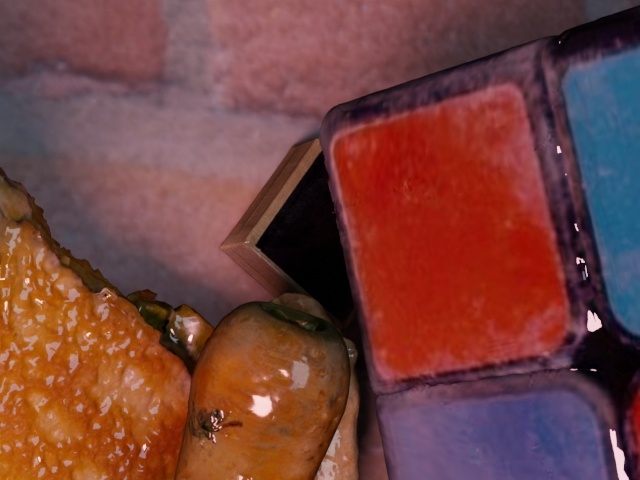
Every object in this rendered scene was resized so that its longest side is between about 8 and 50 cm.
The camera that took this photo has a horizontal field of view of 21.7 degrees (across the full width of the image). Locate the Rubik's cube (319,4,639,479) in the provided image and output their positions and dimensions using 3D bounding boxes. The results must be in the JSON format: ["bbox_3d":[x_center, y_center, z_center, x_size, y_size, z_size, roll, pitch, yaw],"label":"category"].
[{"bbox_3d":[0.230,0.041,0.858,0.316,0.318,0.313,-8,87,-48],"label":"Rubik's cube"}]

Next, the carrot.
[{"bbox_3d":[-0.052,0.174,0.834,0.078,0.078,0.298,7,104,-28],"label":"carrot"}]

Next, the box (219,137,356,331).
[{"bbox_3d":[0.000,0.000,0.930,0.083,0.035,0.079,41,67,-18],"label":"box"}]

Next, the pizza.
[{"bbox_3d":[-0.146,0.061,0.825,0.226,0.069,0.147,41,75,-28],"label":"pizza"}]

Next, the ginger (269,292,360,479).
[{"bbox_3d":[-0.010,0.172,0.883,0.075,0.089,0.288,-7,98,-56],"label":"ginger"}]
